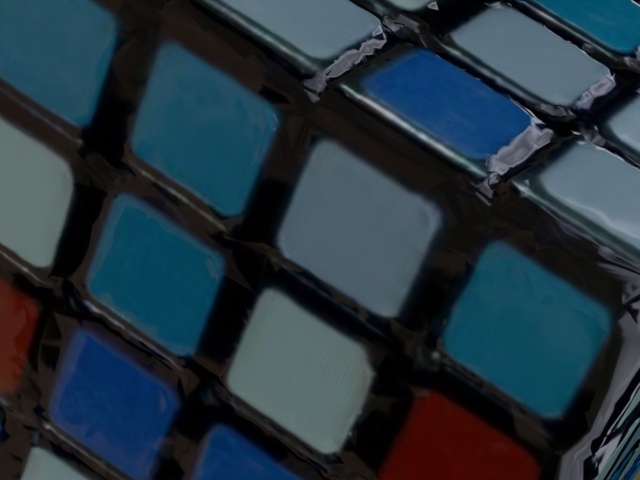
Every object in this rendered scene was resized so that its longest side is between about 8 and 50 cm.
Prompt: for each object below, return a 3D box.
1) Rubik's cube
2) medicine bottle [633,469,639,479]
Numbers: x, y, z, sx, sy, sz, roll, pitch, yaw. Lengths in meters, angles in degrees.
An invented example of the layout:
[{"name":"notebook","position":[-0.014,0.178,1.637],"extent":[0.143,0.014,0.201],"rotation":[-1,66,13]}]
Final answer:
[{"name":"Rubik's cube","position":[0.000,0.000,0.435],"extent":[0.187,0.182,0.184],"rotation":[-36,155,-53]},{"name":"medicine bottle","position":[0.232,0.058,0.668],"extent":[0.293,0.170,0.170],"rotation":[-49,178,17]}]
